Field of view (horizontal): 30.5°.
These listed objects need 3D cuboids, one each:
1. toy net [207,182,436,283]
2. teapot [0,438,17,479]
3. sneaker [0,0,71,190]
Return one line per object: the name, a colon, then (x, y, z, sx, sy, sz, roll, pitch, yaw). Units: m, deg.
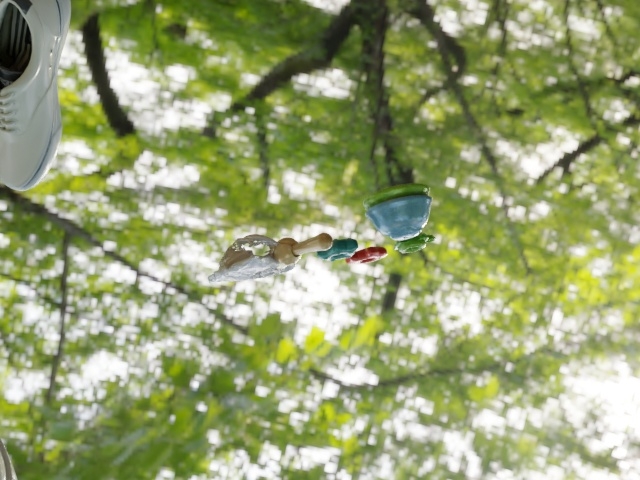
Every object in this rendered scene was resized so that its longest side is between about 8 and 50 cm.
toy net: (0.000, 0.000, 1.171, 0.232, 0.045, 0.122, -13, 167, 1)
teapot: (-0.338, 0.196, 0.910, 0.256, 0.187, 0.252, -11, -115, -50)
sneaker: (-0.351, -0.172, 1.336, 0.094, 0.258, 0.091, 20, -154, 19)
